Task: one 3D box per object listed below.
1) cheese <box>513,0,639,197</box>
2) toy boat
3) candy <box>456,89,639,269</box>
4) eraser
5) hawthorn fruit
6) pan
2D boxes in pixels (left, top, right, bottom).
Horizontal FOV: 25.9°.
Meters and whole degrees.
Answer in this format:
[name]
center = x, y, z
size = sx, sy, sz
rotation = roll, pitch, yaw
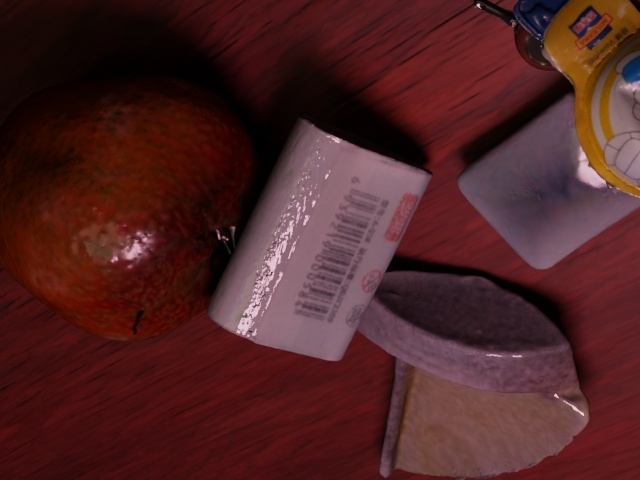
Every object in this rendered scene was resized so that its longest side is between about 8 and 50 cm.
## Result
[cheese]
center = 0.297, -0.147, 1.294
size = 0.177, 0.069, 0.270
rotation = -44, 86, 5
[toy boat]
center = 0.170, 0.159, 1.552
size = 0.276, 0.111, 0.293
rotation = 5, 132, 28
[candy]
center = 0.238, -0.059, 1.391
size = 0.138, 0.071, 0.174
rotation = 46, 127, -8
[eraser]
center = 0.000, 0.000, 1.437
size = 0.174, 0.081, 0.227
rotation = 19, 104, -34
[hawthorn fruit]
center = -0.235, -0.058, 1.495
size = 0.369, 0.285, 0.284
rotation = 26, 131, 35
[pan]
center = 0.198, -0.202, 1.346
size = 0.115, 0.023, 0.068
rotation = 26, 128, 6
